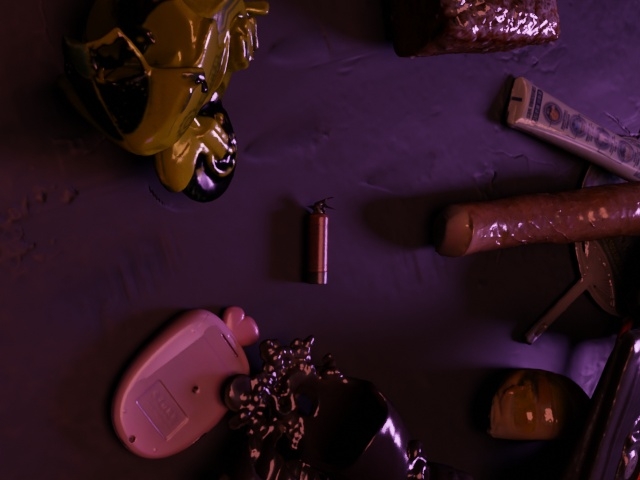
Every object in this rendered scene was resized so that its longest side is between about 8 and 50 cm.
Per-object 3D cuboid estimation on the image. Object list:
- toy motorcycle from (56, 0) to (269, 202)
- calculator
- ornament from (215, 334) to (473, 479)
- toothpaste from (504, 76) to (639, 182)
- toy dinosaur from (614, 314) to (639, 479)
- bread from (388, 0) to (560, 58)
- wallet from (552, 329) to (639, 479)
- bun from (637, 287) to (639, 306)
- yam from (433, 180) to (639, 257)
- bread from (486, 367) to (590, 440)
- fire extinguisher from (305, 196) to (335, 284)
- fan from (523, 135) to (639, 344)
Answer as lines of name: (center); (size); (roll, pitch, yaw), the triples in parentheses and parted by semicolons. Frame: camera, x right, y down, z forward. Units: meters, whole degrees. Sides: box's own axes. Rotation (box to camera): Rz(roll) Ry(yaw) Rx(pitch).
toy motorcycle: (-0.124, -0.205, 0.887); (0.206, 0.142, 0.343); (4, 89, -73)
calculator: (-0.115, 0.121, 0.971); (0.166, 0.024, 0.103); (-45, 115, -27)
ornament: (-0.006, 0.235, 1.002); (0.260, 0.106, 0.251); (42, 67, -29)
toothpaste: (0.307, -0.112, 1.244); (0.239, 0.039, 0.062); (23, 73, -25)
toy dinosaur: (0.383, 0.235, 1.251); (0.070, 0.139, 0.286); (5, 91, -33)
bread: (0.134, -0.393, 1.076); (0.165, 0.113, 0.417); (-12, 98, -36)
wallet: (0.317, 0.211, 1.171); (0.168, 0.052, 0.245); (7, 105, -51)
bun: (0.448, 0.077, 1.290); (0.212, 0.126, 0.204); (48, 37, -34)
yam: (0.251, -0.023, 1.193); (0.299, 0.066, 0.066); (-7, 96, -29)
bread: (0.248, 0.185, 1.190); (0.157, 0.094, 0.083); (10, 90, -31)
fire extinguisher: (0.000, 0.000, 1.047); (0.028, 0.022, 0.083); (2, 90, 1)
fan: (0.360, 0.029, 1.311); (0.223, 0.012, 0.294); (32, 74, -33)
